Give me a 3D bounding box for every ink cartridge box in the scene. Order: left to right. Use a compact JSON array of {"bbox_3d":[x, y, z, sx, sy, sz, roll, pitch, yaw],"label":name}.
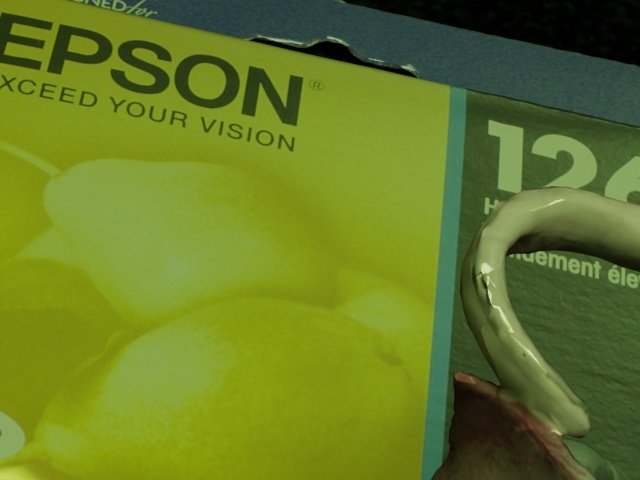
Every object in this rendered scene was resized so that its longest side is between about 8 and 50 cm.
[{"bbox_3d":[0.000,0.000,0.675,0.304,0.072,0.307,11,53,-6],"label":"ink cartridge box"}]

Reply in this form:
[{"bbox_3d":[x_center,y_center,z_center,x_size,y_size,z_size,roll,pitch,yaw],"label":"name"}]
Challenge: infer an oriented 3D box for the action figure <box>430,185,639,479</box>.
[{"bbox_3d":[0.097,0.192,0.391,0.248,0.275,0.370,13,25,8],"label":"action figure"}]
